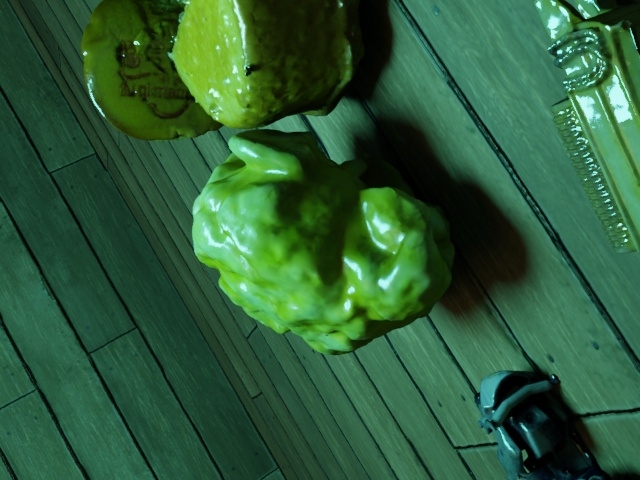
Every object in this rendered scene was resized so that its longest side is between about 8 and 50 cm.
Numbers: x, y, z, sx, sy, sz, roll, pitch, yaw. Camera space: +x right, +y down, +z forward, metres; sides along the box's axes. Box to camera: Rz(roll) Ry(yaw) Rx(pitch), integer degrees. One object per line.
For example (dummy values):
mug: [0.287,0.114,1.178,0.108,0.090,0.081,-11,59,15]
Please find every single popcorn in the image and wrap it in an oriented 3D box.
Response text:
popcorn: [-0.002,0.013,1.006,0.292,0.334,0.294,-69,-12,-73]

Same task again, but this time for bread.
bread: [-0.060,-0.239,0.967,0.179,0.194,0.340,67,156,7]
bread: [-0.259,-0.288,1.291,0.270,0.269,0.148,66,164,-12]

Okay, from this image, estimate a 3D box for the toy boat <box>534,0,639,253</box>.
toy boat: [0.258,-0.059,0.615,0.115,0.089,0.310,-15,103,59]

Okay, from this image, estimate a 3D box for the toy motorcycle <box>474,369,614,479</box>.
toy motorcycle: [0.278,0.254,0.954,0.270,0.106,0.159,43,159,47]
